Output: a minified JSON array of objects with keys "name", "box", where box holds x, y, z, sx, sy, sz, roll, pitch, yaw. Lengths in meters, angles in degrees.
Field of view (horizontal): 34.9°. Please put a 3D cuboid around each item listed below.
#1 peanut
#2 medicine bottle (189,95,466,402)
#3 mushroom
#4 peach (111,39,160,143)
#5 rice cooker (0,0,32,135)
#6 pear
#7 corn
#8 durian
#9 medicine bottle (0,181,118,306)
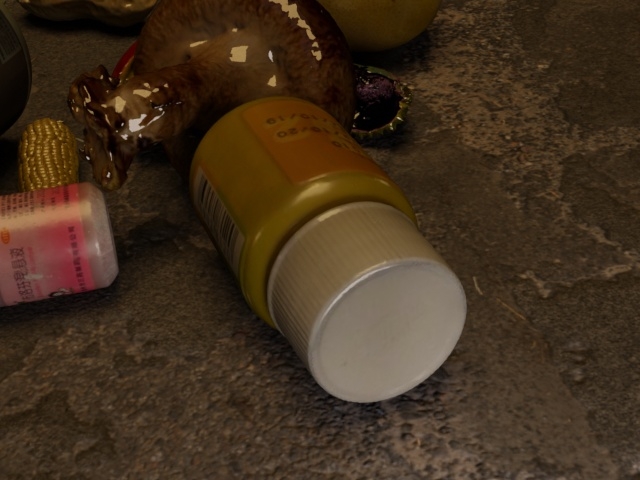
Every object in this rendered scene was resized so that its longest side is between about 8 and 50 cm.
[{"name":"peanut","box":[-0.474,-0.499,2.029,0.325,0.140,0.153,15,33,22]},{"name":"medicine bottle","box":[0.000,0.000,1.199,0.224,0.224,0.384,-16,36,-16]},{"name":"mushroom","box":[-0.138,-0.227,1.408,0.334,0.356,0.331,-27,62,19]},{"name":"peach","box":[-0.229,-0.247,1.604,0.196,0.189,0.226,19,34,17]},{"name":"rice cooker","box":[-0.621,-0.223,1.493,0.335,0.335,0.325,7,36,15]},{"name":"pear","box":[0.072,-0.485,1.822,0.314,0.314,0.314,-3,35,2]},{"name":"corn","box":[-0.396,-0.092,1.487,0.091,0.091,0.260,-39,36,11]},{"name":"durian","box":[0.087,-0.215,1.631,0.187,0.119,0.108,34,12,37]},{"name":"medicine bottle","box":[-0.389,0.011,1.294,0.247,0.147,0.147,-11,36,-10]}]
